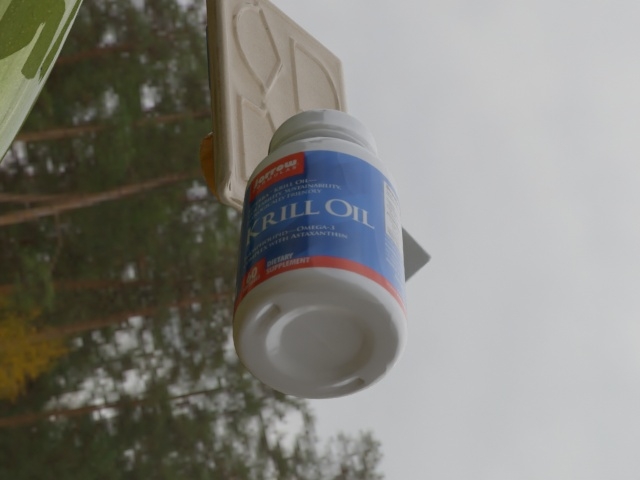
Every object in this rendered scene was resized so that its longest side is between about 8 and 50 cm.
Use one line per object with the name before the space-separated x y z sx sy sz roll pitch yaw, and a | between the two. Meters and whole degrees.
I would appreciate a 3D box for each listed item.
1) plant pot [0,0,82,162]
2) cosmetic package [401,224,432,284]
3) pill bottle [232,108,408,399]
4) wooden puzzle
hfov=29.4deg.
plant pot | -0.284 -0.197 0.881 0.293 0.275 0.275 -43 -127 23
cosmetic package | 0.046 0.026 1.239 0.085 0.117 0.231 47 2 2
pill bottle | 0.000 0.000 0.919 0.221 0.124 0.124 -91 -169 -50
wooden puzzle | -0.058 -0.138 1.479 0.080 0.348 0.322 -16 -117 23
